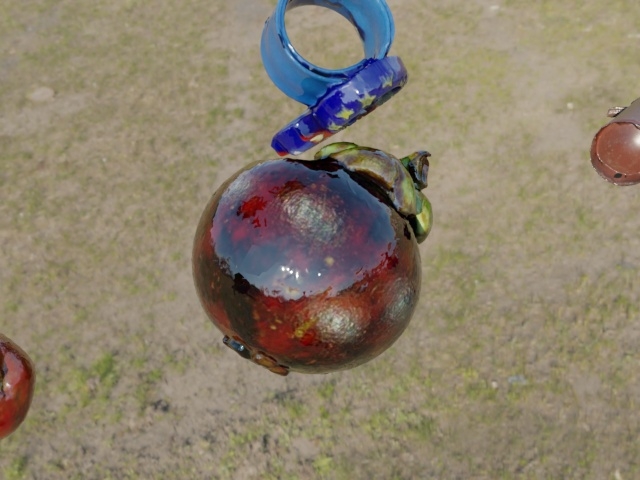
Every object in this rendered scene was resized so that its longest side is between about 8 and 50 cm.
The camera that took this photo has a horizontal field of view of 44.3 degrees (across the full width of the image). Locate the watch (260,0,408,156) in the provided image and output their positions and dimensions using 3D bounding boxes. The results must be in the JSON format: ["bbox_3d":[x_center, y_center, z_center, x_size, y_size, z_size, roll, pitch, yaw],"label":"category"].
[{"bbox_3d":[0.006,-0.252,1.073,0.196,0.200,0.171,-31,2,-29],"label":"watch"}]

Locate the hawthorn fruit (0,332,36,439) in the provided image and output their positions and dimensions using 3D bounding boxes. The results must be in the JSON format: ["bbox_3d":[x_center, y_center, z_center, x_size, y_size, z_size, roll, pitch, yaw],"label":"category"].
[{"bbox_3d":[-0.342,0.145,0.760,0.138,0.132,0.133,-12,26,45],"label":"hawthorn fruit"}]

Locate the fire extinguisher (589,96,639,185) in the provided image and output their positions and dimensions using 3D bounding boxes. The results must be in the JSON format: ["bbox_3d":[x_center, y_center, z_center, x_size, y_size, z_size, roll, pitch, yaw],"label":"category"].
[{"bbox_3d":[0.532,-0.190,1.326,0.147,0.106,0.337,13,26,30],"label":"fire extinguisher"}]

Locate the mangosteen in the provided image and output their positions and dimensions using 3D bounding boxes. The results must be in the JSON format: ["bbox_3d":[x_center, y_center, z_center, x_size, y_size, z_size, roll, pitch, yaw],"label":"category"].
[{"bbox_3d":[-0.005,0.019,0.964,0.311,0.311,0.311,-8,35,5],"label":"mangosteen"}]
